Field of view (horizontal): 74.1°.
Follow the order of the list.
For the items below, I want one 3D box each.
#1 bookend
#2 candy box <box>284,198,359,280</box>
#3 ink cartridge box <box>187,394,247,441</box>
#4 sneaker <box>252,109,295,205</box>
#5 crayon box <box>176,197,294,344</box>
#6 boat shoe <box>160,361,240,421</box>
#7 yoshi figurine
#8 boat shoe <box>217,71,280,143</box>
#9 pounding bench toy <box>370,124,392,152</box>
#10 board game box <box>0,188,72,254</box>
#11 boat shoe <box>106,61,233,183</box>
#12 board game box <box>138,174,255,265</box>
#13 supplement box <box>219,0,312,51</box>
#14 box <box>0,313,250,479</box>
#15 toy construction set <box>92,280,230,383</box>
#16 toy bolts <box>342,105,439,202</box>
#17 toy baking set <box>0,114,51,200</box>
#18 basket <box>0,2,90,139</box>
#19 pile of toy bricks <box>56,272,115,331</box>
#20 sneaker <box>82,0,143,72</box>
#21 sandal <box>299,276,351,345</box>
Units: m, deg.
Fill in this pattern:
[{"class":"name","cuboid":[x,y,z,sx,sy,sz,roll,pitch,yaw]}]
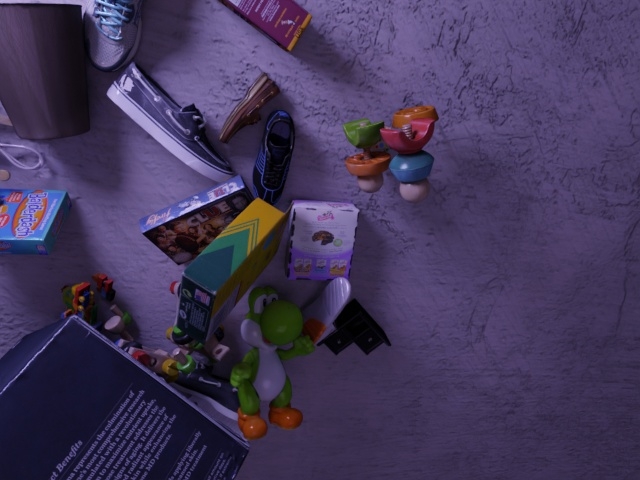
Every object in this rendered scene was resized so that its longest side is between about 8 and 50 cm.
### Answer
[{"class":"bookend","cuboid":[0.089,0.276,1.206,0.157,0.072,0.156,-37,114,7]},{"class":"candy box","cuboid":[0.000,0.000,1.074,0.164,0.070,0.197,3,113,-12]},{"class":"ink cartridge box","cuboid":[-0.323,0.540,1.237,0.206,0.045,0.208,-43,87,8]},{"class":"sneaker","cuboid":[-0.109,-0.178,0.967,0.081,0.090,0.233,6,111,-13]},{"class":"crayon box","cuboid":[-0.181,0.047,0.930,0.081,0.319,0.202,31,135,5]},{"class":"boat shoe","cuboid":[-0.316,0.385,1.164,0.302,0.114,0.091,32,78,-12]},{"class":"yoshi figurine","cuboid":[-0.119,0.299,1.064,0.202,0.203,0.363,-2,88,9]},{"class":"boat shoe","cuboid":[-0.157,-0.280,0.930,0.060,0.064,0.178,37,99,-21]},{"class":"pounding bench toy","cuboid":[0.144,-0.227,1.015,0.065,0.052,0.084,-16,114,-4]},{"class":"board game box","cuboid":[-0.658,-0.042,0.882,0.210,0.160,0.047,1,134,-12]},{"class":"boat shoe","cuboid":[-0.293,-0.245,0.902,0.301,0.108,0.102,41,100,-17]},{"class":"board game box","cuboid":[-0.261,-0.041,0.979,0.243,0.042,0.165,-24,148,0]},{"class":"supplement box","cuboid":[-0.118,-0.465,0.837,0.188,0.104,0.081,31,104,-20]},{"class":"box","cuboid":[-0.503,0.436,0.913,0.479,0.298,0.472,-20,119,45]},{"class":"toy construction set","cuboid":[-0.378,0.264,1.054,0.308,0.258,0.237,-10,129,16]},{"class":"toy bolts","cuboid":[0.178,-0.178,0.895,0.218,0.228,0.159,-18,115,-12]},{"class":"toy baking set","cuboid":[-0.693,-0.186,0.863,0.197,0.030,0.256,46,76,-19]},{"class":"basket","cuboid":[-0.532,-0.317,0.801,0.204,0.154,0.227,-6,117,-8]},{"class":"pile of toy bricks","cuboid":[-0.585,0.152,1.024,0.105,0.118,0.212,33,123,7]},{"class":"sneaker","cuboid":[-0.380,-0.454,0.782,0.110,0.122,0.283,21,107,-18]},{"class":"sandal","cuboid":[0.020,0.201,1.127,0.076,0.102,0.265,9,133,-39]}]
